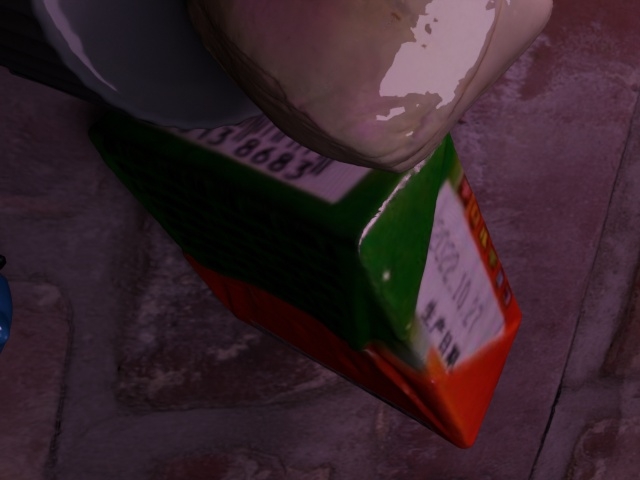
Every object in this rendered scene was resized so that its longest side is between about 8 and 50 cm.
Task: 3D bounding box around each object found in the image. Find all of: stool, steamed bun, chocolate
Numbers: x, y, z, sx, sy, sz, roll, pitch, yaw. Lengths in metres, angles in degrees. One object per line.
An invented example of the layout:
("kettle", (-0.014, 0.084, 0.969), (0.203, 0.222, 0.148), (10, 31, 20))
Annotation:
("stool", (-0.156, -0.245, 0.768), (0.297, 0.330, 0.297), (-11, 113, -27))
("steamed bun", (0.005, -0.151, 0.558), (0.153, 0.239, 0.170), (38, 94, -34))
("chocolate", (0.000, 0.000, 0.928), (0.161, 0.360, 0.341), (-51, 139, -17))

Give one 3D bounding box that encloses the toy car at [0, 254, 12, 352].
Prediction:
("toy car", (-0.390, 0.068, 0.824), (0.255, 0.190, 0.188), (32, 97, -38))
